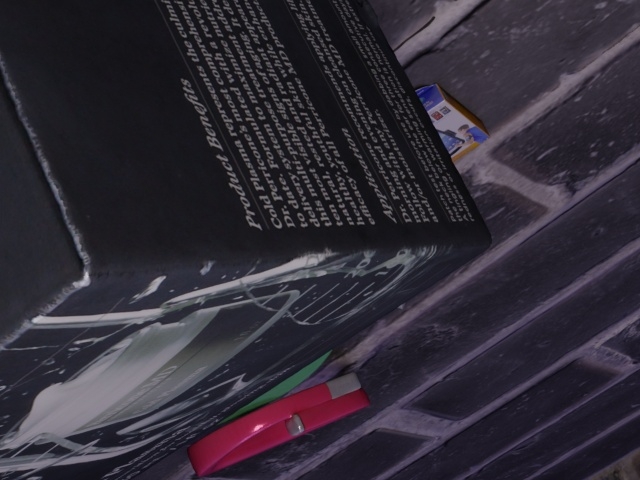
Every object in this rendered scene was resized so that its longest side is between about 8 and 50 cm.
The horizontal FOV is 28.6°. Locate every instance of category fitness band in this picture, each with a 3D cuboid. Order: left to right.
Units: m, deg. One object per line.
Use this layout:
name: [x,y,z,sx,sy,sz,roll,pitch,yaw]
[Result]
fitness band: [-0.054,0.259,1.755,0.209,0.054,0.291,-33,166,37]

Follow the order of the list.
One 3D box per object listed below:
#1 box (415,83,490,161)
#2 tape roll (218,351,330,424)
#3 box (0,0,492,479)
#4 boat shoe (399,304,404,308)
box: [0.119,-0.120,1.355,0.081,0.028,0.136,-35,152,19]
tape roll: [-0.138,0.129,1.531,0.321,0.077,0.321,-18,152,-10]
box: [-0.214,0.008,0.915,0.480,0.297,0.472,-35,162,28]
boat shoe: [0.069,0.021,1.520,0.070,0.078,0.219,8,159,14]
